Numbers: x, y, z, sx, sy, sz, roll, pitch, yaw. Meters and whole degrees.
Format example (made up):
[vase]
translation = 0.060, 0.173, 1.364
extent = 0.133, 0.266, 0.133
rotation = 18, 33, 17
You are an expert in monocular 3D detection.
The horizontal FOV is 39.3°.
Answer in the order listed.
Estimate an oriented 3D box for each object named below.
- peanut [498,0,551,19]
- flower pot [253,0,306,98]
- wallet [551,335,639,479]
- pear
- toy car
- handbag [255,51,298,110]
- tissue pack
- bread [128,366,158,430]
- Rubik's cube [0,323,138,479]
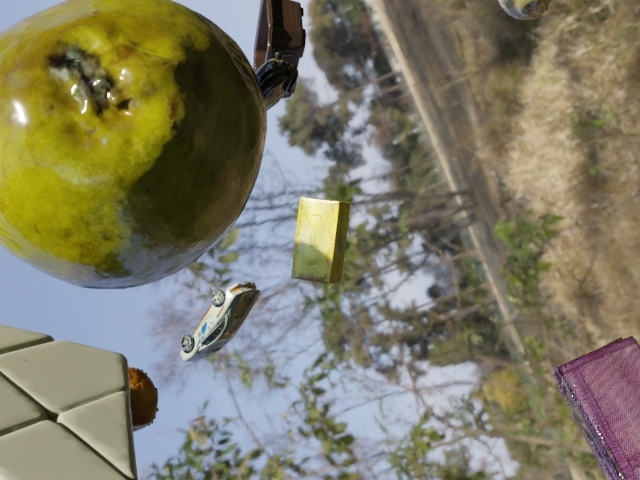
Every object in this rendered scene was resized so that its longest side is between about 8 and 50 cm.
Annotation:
[peanut]
translation = 0.317, -0.436, 1.465
extent = 0.214, 0.090, 0.099
rotation = 38, -141, -46
[flower pot]
translation = -0.086, -0.398, 1.871
extent = 0.251, 0.084, 0.179
rotation = 107, 160, -57
[wallet]
translation = 0.340, 0.193, 0.981
extent = 0.030, 0.111, 0.166
rotation = 98, 148, -67
[pear]
translation = -0.232, -0.108, 1.011
extent = 0.352, 0.352, 0.413
rotation = 66, 171, -6
[toy car]
translation = -0.185, 0.154, 1.650
extent = 0.056, 0.205, 0.095
rotation = 45, -156, 24
[handbag]
translation = -0.065, -0.201, 1.154
extent = 0.072, 0.111, 0.047
rotation = -33, -92, -38
[tissue pack]
translation = 0.000, 0.000, 1.893
extent = 0.062, 0.095, 0.176
rotation = 2, -83, -64
[bread]
translation = -0.405, 0.304, 1.703
extent = 0.190, 0.114, 0.132
rotation = 7, -113, -44
[Rubik's cube]
translation = -0.374, 0.277, 0.857
extent = 0.322, 0.316, 0.319
rotation = 18, -161, -22
